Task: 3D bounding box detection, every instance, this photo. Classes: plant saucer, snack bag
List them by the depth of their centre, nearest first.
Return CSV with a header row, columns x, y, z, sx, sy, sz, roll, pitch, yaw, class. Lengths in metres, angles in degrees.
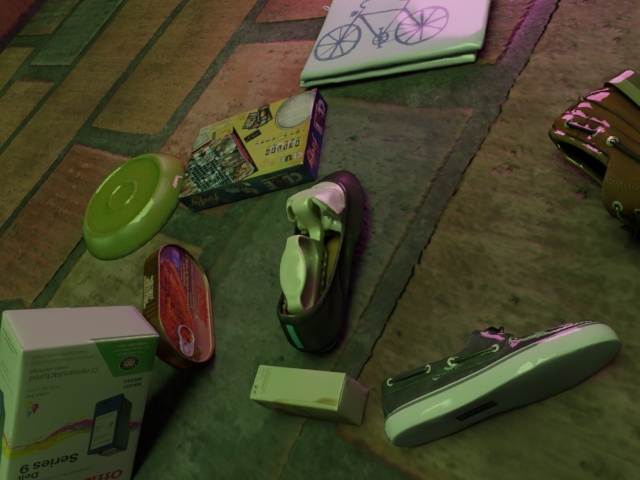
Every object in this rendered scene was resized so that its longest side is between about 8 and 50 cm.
x,y,z,sx,sy,sz,roll,pitch,yaw,class
0.142,-0.408,0.965,0.323,0.037,0.343,-1,58,33,snack bag
-0.356,-0.076,1.053,0.241,0.037,0.241,-17,50,22,plant saucer

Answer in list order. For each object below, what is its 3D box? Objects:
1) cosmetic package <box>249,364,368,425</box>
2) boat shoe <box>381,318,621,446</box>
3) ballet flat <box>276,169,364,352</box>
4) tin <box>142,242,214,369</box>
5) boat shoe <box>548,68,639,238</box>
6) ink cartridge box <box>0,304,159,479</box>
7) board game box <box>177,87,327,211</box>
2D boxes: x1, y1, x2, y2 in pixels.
x,y,z,sx,sy,sz,roll,pitch,yaw,class
-0.013,0.169,0.622,0.115,0.060,0.041,-3,57,34,cosmetic package
0.157,0.120,0.538,0.228,0.080,0.076,-33,47,20,boat shoe
0.000,0.000,0.713,0.095,0.096,0.280,-13,51,27,ballet flat
-0.193,0.088,0.774,0.040,0.106,0.190,-34,44,19,tin
0.322,-0.042,0.531,0.104,0.111,0.307,-31,36,16,boat shoe
-0.294,0.192,0.668,0.093,0.154,0.212,31,110,43,ink cartridge box
-0.112,-0.146,0.936,0.243,0.042,0.165,-11,53,27,board game box
